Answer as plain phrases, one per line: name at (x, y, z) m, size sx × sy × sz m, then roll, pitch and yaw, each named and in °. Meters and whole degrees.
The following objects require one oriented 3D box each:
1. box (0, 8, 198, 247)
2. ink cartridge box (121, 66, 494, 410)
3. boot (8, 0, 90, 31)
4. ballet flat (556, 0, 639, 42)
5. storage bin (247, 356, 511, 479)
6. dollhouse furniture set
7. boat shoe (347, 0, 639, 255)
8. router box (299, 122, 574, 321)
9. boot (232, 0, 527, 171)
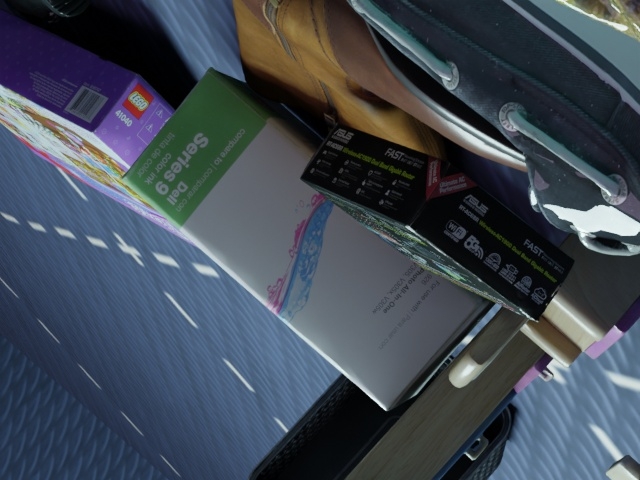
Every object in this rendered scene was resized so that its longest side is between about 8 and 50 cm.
box at (-0.183, -0.093, 1.386) m, size 0.293 × 0.057 × 0.201 m, roll 28°, pitch 168°, yaw 42°
ink cartridge box at (0.000, 0.000, 1.106) m, size 0.212 × 0.093 × 0.154 m, roll 39°, pitch -175°, yaw 7°
boot at (-0.213, -0.202, 1.281) m, size 0.121 × 0.045 × 0.099 m, roll 51°, pitch 167°, yaw -20°
ballet flat at (0.131, -0.115, 0.599) m, size 0.348 × 0.123 × 0.123 m, roll 40°, pitch 163°, yaw 10°
storage bin at (0.043, 0.168, 1.336) m, size 0.122 × 0.180 × 0.084 m, roll 39°, pitch 162°, yaw 16°
dollhouse furniture set at (0.179, 0.176, 1.014) m, size 0.303 × 0.198 × 0.286 m, roll 42°, pitch 163°, yaw 5°
boat shoe at (0.125, -0.043, 0.705) m, size 0.301 × 0.108 × 0.102 m, roll 41°, pitch 123°, yaw 16°
router box at (0.057, -0.011, 0.904) m, size 0.092 × 0.038 × 0.122 m, roll 36°, pitch 175°, yaw -29°
boot at (0.040, -0.073, 0.920) m, size 0.264 × 0.096 × 0.280 m, roll 32°, pitch 164°, yaw 18°
